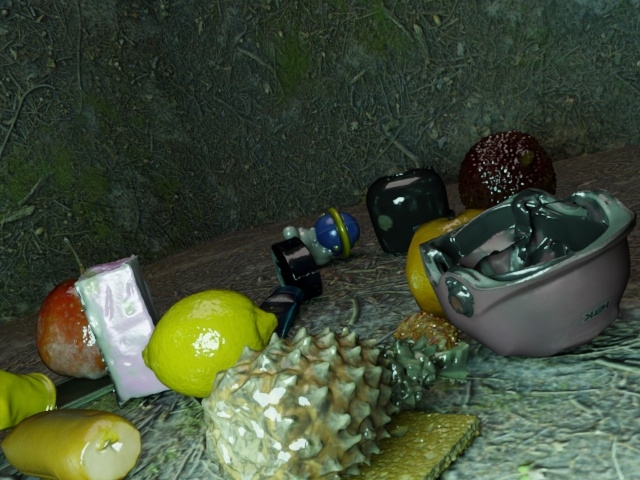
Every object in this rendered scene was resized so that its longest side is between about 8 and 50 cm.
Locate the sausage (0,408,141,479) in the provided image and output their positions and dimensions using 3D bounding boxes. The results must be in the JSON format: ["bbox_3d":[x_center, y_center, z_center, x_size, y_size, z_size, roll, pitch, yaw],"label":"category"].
[{"bbox_3d":[-0.387,0.302,0.968,0.328,0.112,0.112,-12,9,42],"label":"sausage"}]

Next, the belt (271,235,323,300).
[{"bbox_3d":[-0.062,0.074,1.678,0.078,0.151,0.198,-20,36,-17],"label":"belt"}]

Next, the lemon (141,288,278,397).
[{"bbox_3d":[-0.189,0.178,1.131,0.244,0.187,0.187,-16,8,-4],"label":"lemon"}]

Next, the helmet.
[{"bbox_3d":[0.300,0.061,0.927,0.270,0.197,0.338,-27,17,-14],"label":"helmet"}]

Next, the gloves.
[{"bbox_3d":[-0.586,0.251,1.099,0.133,0.116,0.294,29,-11,28],"label":"gloves"}]

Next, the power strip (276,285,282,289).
[{"bbox_3d":[-0.060,0.122,1.789,0.123,0.032,0.056,-24,11,-42],"label":"power strip"}]

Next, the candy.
[{"bbox_3d":[-0.367,0.168,1.259,0.115,0.265,0.155,-20,8,-6],"label":"candy"}]

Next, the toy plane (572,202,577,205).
[{"bbox_3d":[0.583,-0.038,1.452,0.261,0.088,0.192,-16,-20,-30],"label":"toy plane"}]

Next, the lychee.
[{"bbox_3d":[0.510,-0.162,1.801,0.275,0.276,0.304,-19,-17,-21],"label":"lychee"}]

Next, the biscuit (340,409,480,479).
[{"bbox_3d":[0.071,0.247,0.705,0.131,0.025,0.230,-9,10,43],"label":"biscuit"}]

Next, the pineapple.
[{"bbox_3d":[0.034,0.166,0.744,0.175,0.175,0.361,-10,1,36],"label":"pineapple"}]

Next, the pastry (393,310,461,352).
[{"bbox_3d":[0.170,0.158,1.006,0.087,0.063,0.169,-37,13,-1],"label":"pastry"}]

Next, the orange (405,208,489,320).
[{"bbox_3d":[0.276,0.033,1.203,0.248,0.184,0.249,-17,7,2],"label":"orange"}]

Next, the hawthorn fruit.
[{"bbox_3d":[-0.501,0.187,1.431,0.234,0.263,0.231,14,39,14],"label":"hawthorn fruit"}]

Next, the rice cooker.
[{"bbox_3d":[0.267,-0.095,1.953,0.267,0.225,0.267,-14,7,2],"label":"rice cooker"}]

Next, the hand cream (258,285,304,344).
[{"bbox_3d":[-0.107,0.179,1.465,0.120,0.061,0.270,-8,17,16],"label":"hand cream"}]

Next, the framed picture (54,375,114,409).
[{"bbox_3d":[-0.481,0.304,1.427,0.293,0.018,0.231,-22,10,-37],"label":"framed picture"}]

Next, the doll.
[{"bbox_3d":[0.007,0.017,2.094,0.242,0.160,0.311,-31,-12,-15],"label":"doll"}]
